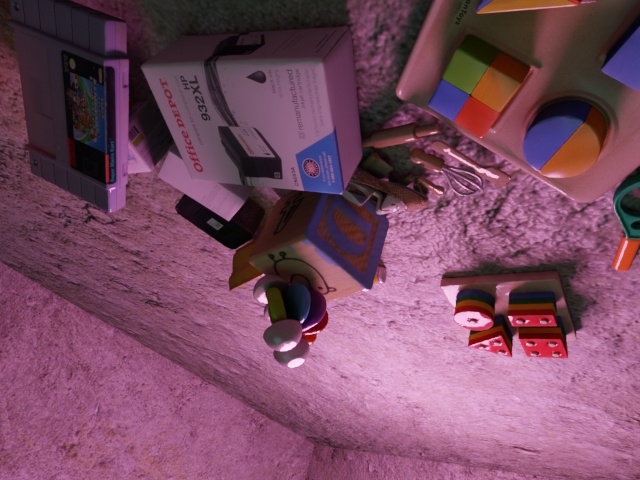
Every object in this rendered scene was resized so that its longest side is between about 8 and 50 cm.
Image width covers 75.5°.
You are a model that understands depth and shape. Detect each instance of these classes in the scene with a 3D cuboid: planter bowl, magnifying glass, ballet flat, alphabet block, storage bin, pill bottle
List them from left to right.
[{"bbox_3d":[-0.242,-0.072,1.005,0.180,0.084,0.122,39,141,-21],"label":"storage bin"},{"bbox_3d":[-0.157,0.046,1.068,0.217,0.217,0.090,-27,87,47],"label":"planter bowl"},{"bbox_3d":[0.000,0.000,0.880,0.192,0.193,0.197,41,141,-23],"label":"alphabet block"},{"bbox_3d":[0.123,0.088,1.057,0.083,0.043,0.043,0,139,28],"label":"pill bottle"},{"bbox_3d":[0.102,-0.087,0.790,0.206,0.067,0.073,22,161,1],"label":"ballet flat"},{"bbox_3d":[0.544,-0.025,0.711,0.092,0.026,0.231,3,139,24],"label":"magnifying glass"}]

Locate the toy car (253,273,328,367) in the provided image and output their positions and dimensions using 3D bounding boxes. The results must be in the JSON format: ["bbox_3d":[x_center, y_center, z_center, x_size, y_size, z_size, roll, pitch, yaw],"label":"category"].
[{"bbox_3d":[-0.050,0.153,0.839,0.136,0.159,0.182,-19,139,-4],"label":"toy car"}]

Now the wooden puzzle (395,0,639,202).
[{"bbox_3d":[0.288,-0.215,0.498,0.347,0.080,0.322,31,145,7],"label":"wooden puzzle"}]

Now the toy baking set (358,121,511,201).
[{"bbox_3d":[0.188,-0.135,0.732,0.256,0.030,0.196,-4,146,48],"label":"toy baking set"}]

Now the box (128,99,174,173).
[{"bbox_3d":[-0.440,-0.215,0.891,0.203,0.114,0.103,-1,139,25],"label":"box"}]

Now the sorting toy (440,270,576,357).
[{"bbox_3d":[0.447,0.193,0.987,0.255,0.089,0.257,-9,135,36],"label":"sorting toy"}]

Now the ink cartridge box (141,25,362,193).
[{"bbox_3d":[-0.101,-0.212,0.689,0.307,0.129,0.223,8,136,21],"label":"ink cartridge box"}]

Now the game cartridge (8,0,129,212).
[{"bbox_3d":[-0.460,-0.247,0.767,0.230,0.068,0.355,27,122,17],"label":"game cartridge"}]

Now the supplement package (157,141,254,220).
[{"bbox_3d":[-0.234,-0.146,0.884,0.179,0.105,0.105,34,144,-17],"label":"supplement package"}]
